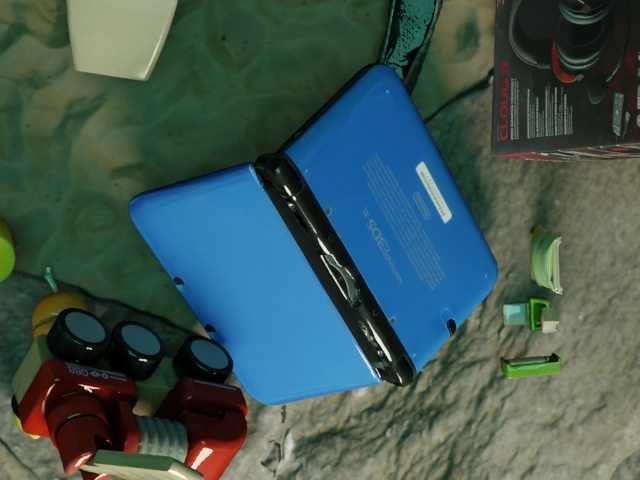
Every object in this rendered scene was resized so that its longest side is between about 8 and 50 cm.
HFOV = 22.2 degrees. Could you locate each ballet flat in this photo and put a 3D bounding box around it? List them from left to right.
[{"bbox_3d":[0.093,-0.219,1.652,0.057,0.049,0.173,11,96,-7],"label":"ballet flat"}]

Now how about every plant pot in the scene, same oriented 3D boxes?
[{"bbox_3d":[-0.197,-0.215,1.604,0.109,0.109,0.096,7,109,-6],"label":"plant pot"}]

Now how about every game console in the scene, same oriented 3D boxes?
[{"bbox_3d":[0.000,0.000,1.632,0.250,0.173,0.293,-46,124,-24],"label":"game console"}]

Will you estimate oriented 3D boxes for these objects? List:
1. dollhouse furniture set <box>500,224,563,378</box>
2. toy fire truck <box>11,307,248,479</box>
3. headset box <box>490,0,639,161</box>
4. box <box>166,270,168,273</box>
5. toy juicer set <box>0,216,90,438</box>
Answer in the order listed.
[{"bbox_3d":[0.215,0.063,1.687,0.058,0.076,0.152,-4,99,-5],"label":"dollhouse furniture set"},{"bbox_3d":[-0.158,0.185,1.544,0.217,0.246,0.158,16,122,-32],"label":"toy fire truck"},{"bbox_3d":[0.269,-0.188,1.557,0.110,0.293,0.218,2,90,-26],"label":"headset box"},{"bbox_3d":[-0.085,-0.022,1.657,0.168,0.059,0.054,-18,101,-3],"label":"box"},{"bbox_3d":[-0.370,0.148,1.651,0.209,0.089,0.329,39,89,-27],"label":"toy juicer set"}]
